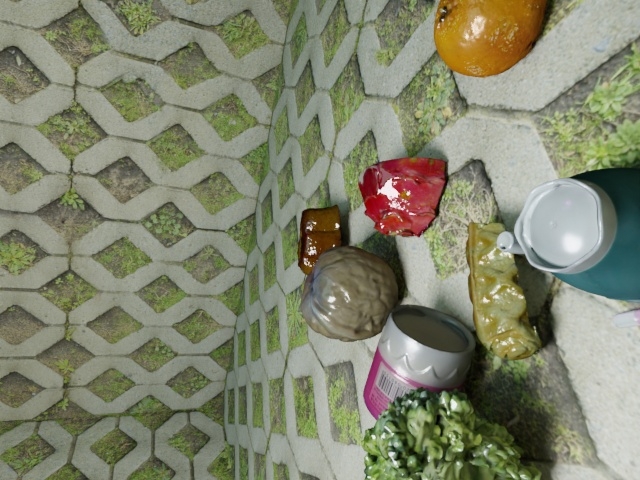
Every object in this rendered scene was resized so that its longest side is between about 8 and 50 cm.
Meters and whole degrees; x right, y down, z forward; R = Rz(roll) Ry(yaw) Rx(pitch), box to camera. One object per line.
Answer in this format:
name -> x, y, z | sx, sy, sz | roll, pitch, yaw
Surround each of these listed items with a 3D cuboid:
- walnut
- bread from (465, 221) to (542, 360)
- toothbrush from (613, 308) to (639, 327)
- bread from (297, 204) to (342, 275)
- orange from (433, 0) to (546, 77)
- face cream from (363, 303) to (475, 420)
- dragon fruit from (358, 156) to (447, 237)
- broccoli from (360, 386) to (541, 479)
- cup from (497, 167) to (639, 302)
walnut -> 0.075, 0.137, 1.035 | 0.248, 0.248, 0.249 | -175, 90, -67
bread -> 0.288, 0.080, 0.684 | 0.128, 0.087, 0.232 | 79, -175, -69
toothbrush -> 0.444, 0.059, 0.425 | 0.286, 0.025, 0.020 | 138, 133, -59
bread -> -0.002, 0.006, 1.366 | 0.232, 0.135, 0.247 | -177, 90, -81
orange -> 0.289, -0.391, 0.725 | 0.193, 0.161, 0.194 | -11, 77, 62
face cream -> 0.188, 0.248, 0.799 | 0.175, 0.175, 0.195 | -128, 49, -59
dragon fruit -> 0.171, -0.102, 0.986 | 0.163, 0.189, 0.261 | -59, 11, -20
broccoli -> 0.192, 0.421, 0.635 | 0.339, 0.276, 0.318 | 112, 160, -48
cup -> 0.340, -0.010, 0.497 | 0.299, 0.173, 0.168 | 164, 108, -66
